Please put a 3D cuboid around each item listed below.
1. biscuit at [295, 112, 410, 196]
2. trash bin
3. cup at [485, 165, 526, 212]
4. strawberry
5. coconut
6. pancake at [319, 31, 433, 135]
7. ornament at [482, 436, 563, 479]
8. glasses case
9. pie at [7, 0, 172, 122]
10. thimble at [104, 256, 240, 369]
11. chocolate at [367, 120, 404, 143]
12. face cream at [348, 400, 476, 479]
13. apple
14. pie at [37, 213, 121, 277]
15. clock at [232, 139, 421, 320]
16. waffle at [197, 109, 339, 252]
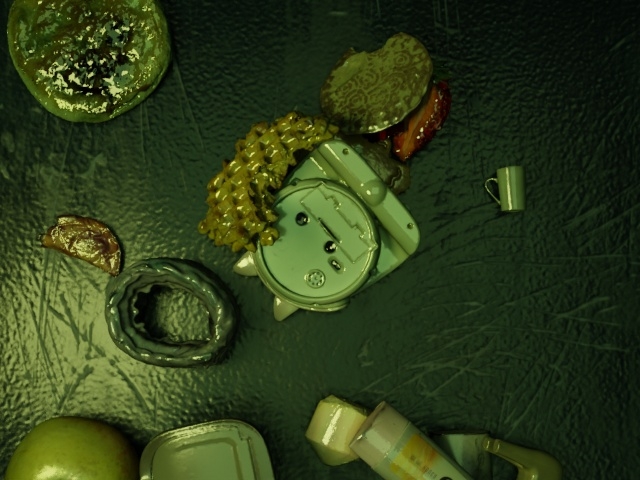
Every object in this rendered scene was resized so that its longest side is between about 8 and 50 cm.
[{"bbox_3d":[0.050,-0.150,1.678,0.249,0.035,0.184,40,84,4],"label":"biscuit"},{"bbox_3d":[-0.179,0.412,1.504,0.219,0.250,0.219,-10,84,-1],"label":"trash bin"},{"bbox_3d":[0.356,-0.097,1.667,0.075,0.054,0.083,-3,86,-2],"label":"cup"},{"bbox_3d":[0.199,-0.249,1.654,0.085,0.140,0.192,13,61,-37],"label":"strawberry"},{"bbox_3d":[0.036,0.350,1.586,0.116,0.116,0.122,23,84,2],"label":"coconut"},{"bbox_3d":[0.101,-0.292,1.639,0.235,0.029,0.211,-2,67,31],"label":"pancake"},{"bbox_3d":[0.381,0.496,1.584,0.245,0.061,0.230,22,76,-21],"label":"ornament"},{"bbox_3d":[0.265,0.500,1.597,0.114,0.060,0.299,-1,84,-5],"label":"glasses case"},{"bbox_3d":[-0.442,-0.375,1.677,0.323,0.070,0.323,0,85,-1],"label":"pie"},{"bbox_3d":[-0.264,0.136,1.575,0.236,0.172,0.205,34,87,1],"label":"thimble"},{"bbox_3d":[0.117,-0.275,1.666,0.086,0.028,0.182,-12,68,31],"label":"chocolate"},{"bbox_3d":[0.178,0.400,1.506,0.269,0.073,0.107,40,65,4],"label":"face cream"},{"bbox_3d":[-0.431,0.436,1.526,0.261,0.194,0.260,0,86,-2],"label":"apple"},{"bbox_3d":[-0.447,0.001,1.653,0.170,0.034,0.092,19,88,2],"label":"pie"},{"bbox_3d":[0.000,0.000,1.607,0.324,0.108,0.265,-42,91,4],"label":"clock"},{"bbox_3d":[-0.112,-0.118,1.574,0.069,0.260,0.293,40,71,-34],"label":"waffle"}]
